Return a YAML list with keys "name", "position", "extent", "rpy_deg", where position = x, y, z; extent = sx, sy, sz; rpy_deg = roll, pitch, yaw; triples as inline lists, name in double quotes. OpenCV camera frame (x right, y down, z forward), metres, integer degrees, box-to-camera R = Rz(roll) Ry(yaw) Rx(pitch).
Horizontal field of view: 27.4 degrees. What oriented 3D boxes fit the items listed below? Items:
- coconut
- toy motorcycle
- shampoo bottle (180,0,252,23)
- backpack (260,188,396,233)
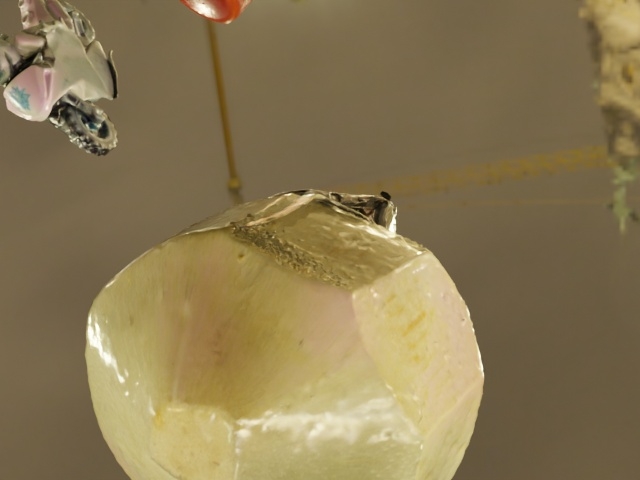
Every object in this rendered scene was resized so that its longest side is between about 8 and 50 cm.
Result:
- name: "coconut"
  position: [-0.037, 0.127, 1.160]
  extent: [0.353, 0.352, 0.352]
  rpy_deg: [-5, -149, 3]
- name: "toy motorcycle"
  position: [-0.336, -0.215, 1.536]
  extent: [0.204, 0.108, 0.239]
  rpy_deg: [18, -154, -40]
- name: "shampoo bottle"
  position: [-0.039, -0.338, 1.250]
  extent: [0.104, 0.104, 0.278]
  rpy_deg: [22, -114, 38]
- name: "backpack"
  position: [-0.002, 0.004, 1.413]
  extent: [0.165, 0.120, 0.106]
  rpy_deg: [1, 177, 4]
